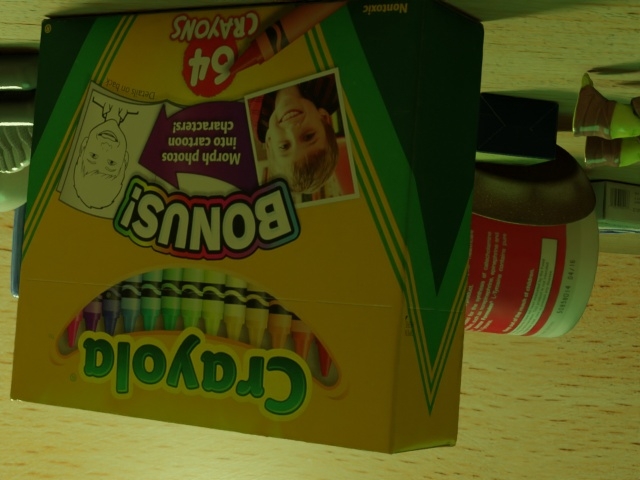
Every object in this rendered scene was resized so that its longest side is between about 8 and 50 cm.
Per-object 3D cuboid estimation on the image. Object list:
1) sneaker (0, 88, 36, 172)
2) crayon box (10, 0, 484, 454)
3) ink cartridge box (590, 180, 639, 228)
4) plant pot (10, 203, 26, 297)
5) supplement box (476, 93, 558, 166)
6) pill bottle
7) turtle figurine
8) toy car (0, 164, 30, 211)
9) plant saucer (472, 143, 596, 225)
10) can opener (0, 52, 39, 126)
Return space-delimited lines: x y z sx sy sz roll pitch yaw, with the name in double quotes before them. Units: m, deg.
"sneaker" -0.336 -0.138 1.546 0.115 0.105 0.281 -27 -169 -28
"crayon box" -0.066 -0.015 1.070 0.363 0.313 0.106 3 176 34
"ink cartridge box" 0.376 -0.044 2.132 0.176 0.069 0.371 6 174 -31
"plant pot" -0.345 -0.023 2.209 0.236 0.236 0.212 5 -176 3
"supplement box" 0.178 -0.107 1.365 0.083 0.056 0.083 6 176 -12
"pill bottle" 0.150 0.006 1.896 0.408 0.229 0.229 6 177 -14
"turtle figurine" 0.332 -0.088 1.174 0.217 0.087 0.269 4 177 21
"toy car" -0.449 -0.102 1.772 0.238 0.210 0.219 -23 -167 -4
"plant saucer" 0.195 -0.077 1.454 0.198 0.036 0.198 9 -153 -5
"can opener" -0.369 -0.156 1.380 0.280 0.074 0.093 5 -148 33
